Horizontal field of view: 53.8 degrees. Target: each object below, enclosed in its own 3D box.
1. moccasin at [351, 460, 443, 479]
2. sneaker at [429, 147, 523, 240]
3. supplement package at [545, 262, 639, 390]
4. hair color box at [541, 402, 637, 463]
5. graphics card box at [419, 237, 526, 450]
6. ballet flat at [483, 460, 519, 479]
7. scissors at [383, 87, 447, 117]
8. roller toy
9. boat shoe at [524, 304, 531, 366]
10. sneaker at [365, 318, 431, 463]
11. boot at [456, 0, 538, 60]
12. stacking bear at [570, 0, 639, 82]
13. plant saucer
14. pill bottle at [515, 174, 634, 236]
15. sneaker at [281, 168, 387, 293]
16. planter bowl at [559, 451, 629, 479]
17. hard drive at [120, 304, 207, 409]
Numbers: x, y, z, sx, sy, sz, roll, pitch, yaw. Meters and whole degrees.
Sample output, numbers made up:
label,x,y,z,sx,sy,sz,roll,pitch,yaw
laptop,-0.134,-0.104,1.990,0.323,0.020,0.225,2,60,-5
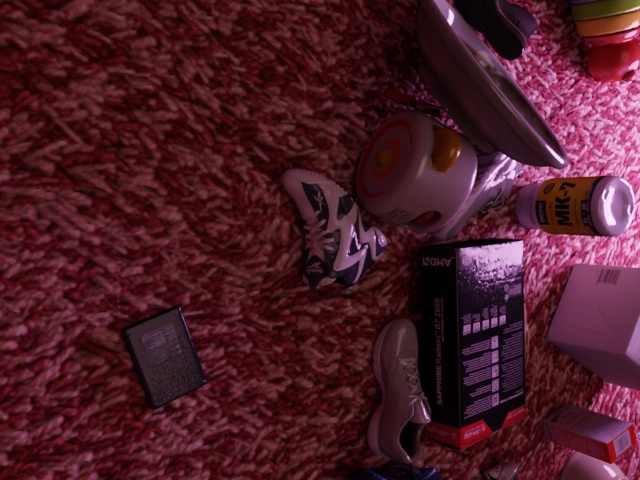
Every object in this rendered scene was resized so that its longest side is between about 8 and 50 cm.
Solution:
label,x,y,z,sx,sy,sz,roll,pitch,yaw
moccasin,0.179,0.475,1.180,0.342,0.137,0.117,41,74,-40
sneaker,0.319,-0.088,1.232,0.281,0.105,0.115,-46,112,-20
supplement package,0.687,0.201,1.401,0.262,0.199,0.198,33,76,-27
hair color box,0.580,0.416,1.369,0.093,0.167,0.053,-23,104,-27
graphics card box,0.299,0.185,1.220,0.232,0.094,0.371,-7,97,-41
ballet flat,0.350,0.510,1.310,0.168,0.057,0.052,-41,87,-24
scissors,0.151,-0.226,1.032,0.109,0.297,0.021,24,104,2
roller toy,0.157,-0.119,1.085,0.146,0.209,0.191,21,107,-28
boat shoe,0.411,0.199,1.327,0.059,0.063,0.170,-6,105,-32
sneaker,0.161,0.277,1.150,0.099,0.121,0.263,3,91,-31
boot,0.356,-0.469,1.268,0.198,0.077,0.137,53,50,-13
stacking bear,0.632,-0.489,1.369,0.164,0.175,0.289,-25,112,-29
plant saucer,0.279,-0.266,1.120,0.400,0.400,0.100,37,118,-26
pill bottle,0.510,-0.069,1.282,0.119,0.208,0.119,-1,93,-30
sneaker,0.000,0.000,1.059,0.235,0.094,0.153,46,62,-34
planter bowl,0.644,0.575,1.448,0.162,0.109,0.162,-1,93,-29
hard drive,-0.239,0.181,0.973,0.094,0.022,0.135,-23,103,-27
